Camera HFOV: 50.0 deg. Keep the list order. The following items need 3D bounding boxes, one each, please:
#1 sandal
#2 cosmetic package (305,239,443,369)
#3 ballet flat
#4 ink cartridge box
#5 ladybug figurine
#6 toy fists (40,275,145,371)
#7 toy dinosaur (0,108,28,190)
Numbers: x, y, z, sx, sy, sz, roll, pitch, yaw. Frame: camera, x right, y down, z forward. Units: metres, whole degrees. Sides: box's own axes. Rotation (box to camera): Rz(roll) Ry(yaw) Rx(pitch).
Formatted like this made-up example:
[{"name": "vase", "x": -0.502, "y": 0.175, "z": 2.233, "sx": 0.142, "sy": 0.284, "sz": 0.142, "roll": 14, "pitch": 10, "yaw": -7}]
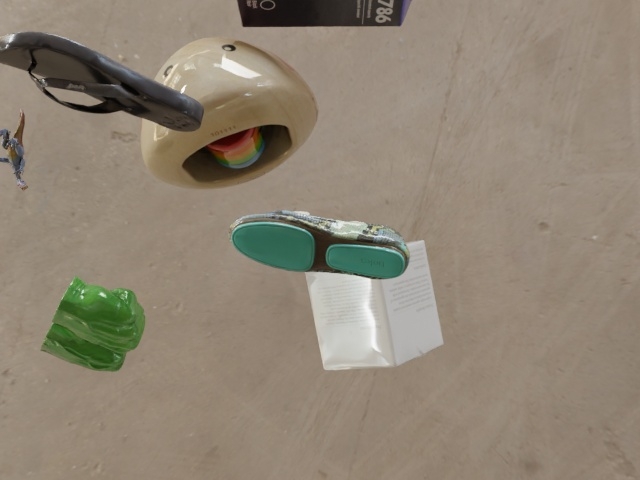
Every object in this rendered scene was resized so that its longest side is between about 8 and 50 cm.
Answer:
[{"name": "sandal", "x": -0.263, "y": -0.181, "z": 0.831, "sx": 0.254, "sy": 0.097, "sz": 0.055, "roll": 19, "pitch": 74, "yaw": -25}, {"name": "cosmetic package", "x": 0.089, "y": 0.106, "z": 1.132, "sx": 0.151, "sy": 0.151, "sz": 0.184, "roll": -10, "pitch": 89, "yaw": 40}, {"name": "ballet flat", "x": 0.000, "y": 0.000, "z": 0.724, "sx": 0.188, "sy": 0.070, "sz": 0.070, "roll": 12, "pitch": 88, "yaw": -1}, {"name": "ink cartridge box", "x": 0.033, "y": -0.403, "z": 1.060, "sx": 0.332, "sy": 0.165, "sz": 0.065, "roll": -2, "pitch": 70, "yaw": 1}, {"name": "ladybug figurine", "x": -0.161, "y": -0.210, "z": 1.171, "sx": 0.305, "sy": 0.449, "sz": 0.162, "roll": -22, "pitch": 82, "yaw": -4}, {"name": "toy fists", "x": -0.386, "y": 0.152, "z": 1.191, "sx": 0.142, "sy": 0.279, "sz": 0.096, "roll": 29, "pitch": 52, "yaw": -14}, {"name": "toy dinosaur", "x": -0.385, "y": -0.105, "z": 0.881, "sx": 0.047, "sy": 0.082, "sz": 0.090, "roll": 28, "pitch": 65, "yaw": 11}]
